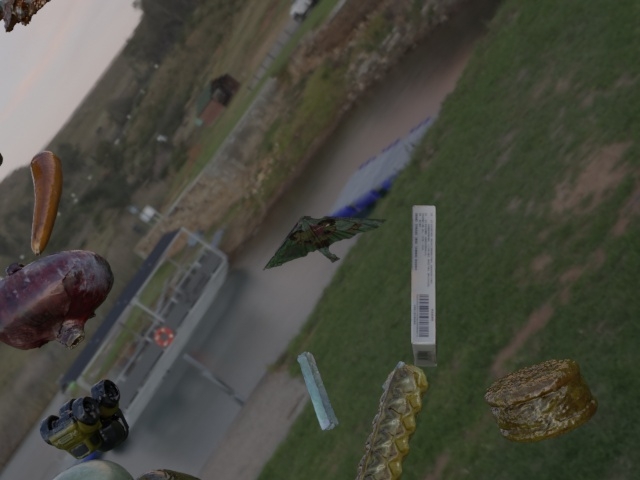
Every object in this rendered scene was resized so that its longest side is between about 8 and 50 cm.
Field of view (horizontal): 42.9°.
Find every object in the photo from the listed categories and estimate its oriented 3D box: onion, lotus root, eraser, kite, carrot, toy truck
[{"bbox_3d":[-0.409,0.086,1.203,0.206,0.151,0.098,-34,-30,1],"label":"onion"},{"bbox_3d":[-0.286,0.489,1.563,0.089,0.179,0.080,-55,29,35],"label":"lotus root"},{"bbox_3d":[0.189,0.345,2.034,0.019,0.038,0.083,14,57,46],"label":"eraser"},{"bbox_3d":[0.000,0.000,1.912,0.323,0.013,0.267,-21,-27,7],"label":"kite"},{"bbox_3d":[-0.522,-0.085,1.551,0.062,0.066,0.271,85,169,-47],"label":"carrot"},{"bbox_3d":[-0.561,0.457,1.989,0.147,0.165,0.224,-32,3,12],"label":"toy truck"}]

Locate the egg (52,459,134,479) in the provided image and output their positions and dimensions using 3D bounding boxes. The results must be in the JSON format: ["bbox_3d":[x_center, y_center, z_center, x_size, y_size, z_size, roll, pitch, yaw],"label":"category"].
[{"bbox_3d":[-0.478,0.625,1.650,0.258,0.259,0.351,-38,46,54],"label":"egg"}]

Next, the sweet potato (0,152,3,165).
[{"bbox_3d":[-0.714,-0.203,1.684,0.108,0.079,0.346,-34,-5,-24],"label":"sweet potato"}]

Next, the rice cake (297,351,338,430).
[{"bbox_3d":[-0.008,0.393,2.129,0.043,0.210,0.034,-28,-12,40],"label":"rice cake"}]

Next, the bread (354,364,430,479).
[{"bbox_3d":[0.106,0.370,1.377,0.084,0.077,0.367,-2,49,31],"label":"bread"}]

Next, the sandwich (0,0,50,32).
[{"bbox_3d":[-0.754,-0.630,2.079,0.185,0.109,0.159,0,58,30],"label":"sandwich"}]

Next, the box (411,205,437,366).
[{"bbox_3d":[0.259,0.115,2.016,0.214,0.069,0.353,69,-157,-66],"label":"box"}]

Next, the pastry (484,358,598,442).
[{"bbox_3d":[0.389,0.284,1.446,0.189,0.103,0.189,-22,-2,-1],"label":"pastry"}]
